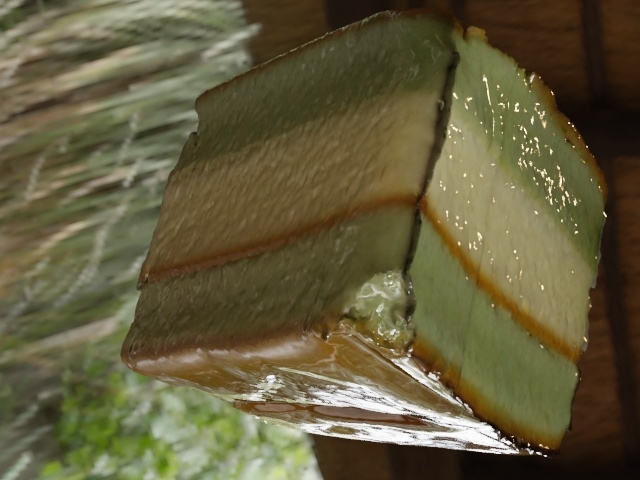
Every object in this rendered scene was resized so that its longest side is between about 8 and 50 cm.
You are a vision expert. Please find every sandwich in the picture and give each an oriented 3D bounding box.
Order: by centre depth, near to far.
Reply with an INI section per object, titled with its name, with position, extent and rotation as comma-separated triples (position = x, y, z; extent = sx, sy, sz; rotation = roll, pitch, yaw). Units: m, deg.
[sandwich]
position = 0.000, -0.001, 0.669
extent = 0.227, 0.198, 0.155
rotation = 40, 59, -58
